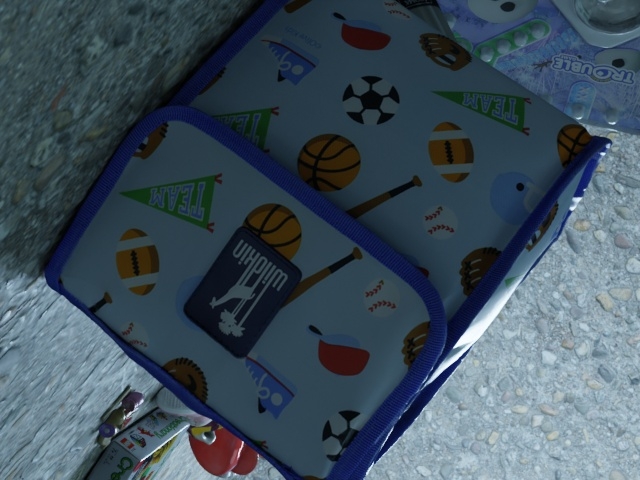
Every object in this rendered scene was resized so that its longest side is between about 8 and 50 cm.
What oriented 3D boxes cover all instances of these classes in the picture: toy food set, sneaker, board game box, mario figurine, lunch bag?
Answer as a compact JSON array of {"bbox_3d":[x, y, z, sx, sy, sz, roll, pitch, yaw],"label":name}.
[{"bbox_3d":[-0.254,0.228,1.864,0.078,0.019,0.122,-50,171,-21],"label":"toy food set"},{"bbox_3d":[-0.162,0.232,2.159,0.069,0.084,0.185,-46,169,-39],"label":"sneaker"},{"bbox_3d":[-0.311,0.382,2.067,0.305,0.053,0.193,-56,172,18],"label":"board game box"},{"bbox_3d":[-0.097,0.282,2.400,0.320,0.170,0.198,-55,141,-50],"label":"mario figurine"},{"bbox_3d":[0.005,-0.009,1.248,0.385,0.328,0.239,-48,166,-21],"label":"lunch bag"},{"bbox_3d":[0.303,-0.245,1.506,0.390,0.389,0.050,97,7,-51],"label":"board game box"},{"bbox_3d":[-0.188,0.238,2.062,0.134,0.051,0.070,-5,141,-48],"label":"sneaker"}]

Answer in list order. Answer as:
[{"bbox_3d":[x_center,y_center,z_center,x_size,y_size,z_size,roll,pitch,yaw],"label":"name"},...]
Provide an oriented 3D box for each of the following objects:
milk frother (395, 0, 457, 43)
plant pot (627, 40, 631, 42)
[{"bbox_3d":[0.073,-0.193,1.516,0.129,0.135,0.143,-20,163,-7],"label":"milk frother"},{"bbox_3d":[0.303,-0.350,1.665,0.229,0.263,0.263,-44,168,-34],"label":"plant pot"}]
